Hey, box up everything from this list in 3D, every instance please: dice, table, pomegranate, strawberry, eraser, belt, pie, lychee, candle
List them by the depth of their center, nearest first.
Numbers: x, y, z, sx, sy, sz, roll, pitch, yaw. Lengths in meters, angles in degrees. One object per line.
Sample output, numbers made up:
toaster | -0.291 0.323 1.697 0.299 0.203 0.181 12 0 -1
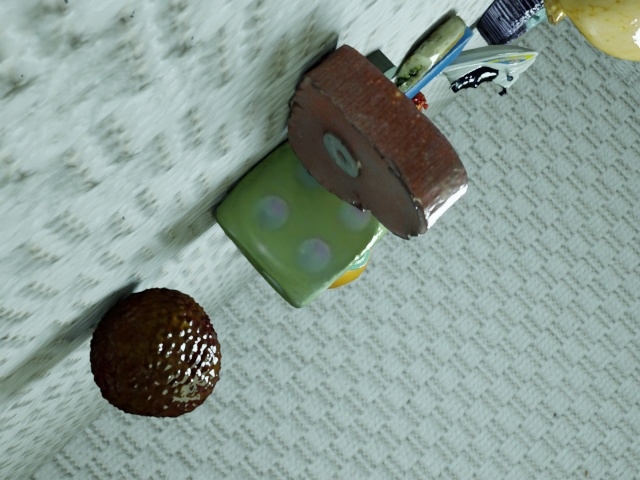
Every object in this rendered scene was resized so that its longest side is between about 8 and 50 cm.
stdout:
candle | 0.066 -0.164 0.996 0.131 0.287 0.317 -45 -139 -14
table | 0.075 -0.278 1.188 0.133 0.043 0.133 -42 177 -2
lychee | -0.307 0.212 1.251 0.260 0.260 0.260 -42 178 -2
pomegranate | 0.611 -0.538 1.270 0.411 0.411 0.411 -42 178 -2
dice | -0.035 -0.033 1.277 0.252 0.249 0.254 -41 178 -11
pie | 0.246 -0.416 1.457 0.185 0.052 0.218 -47 -179 -16
eraser | 0.247 -0.411 1.662 0.312 0.042 0.144 -42 177 -9
belt | 0.558 -0.637 1.805 0.260 0.122 0.325 -38 177 -2
strawberry | 0.225 -0.353 1.807 0.145 0.086 0.145 -44 179 -1

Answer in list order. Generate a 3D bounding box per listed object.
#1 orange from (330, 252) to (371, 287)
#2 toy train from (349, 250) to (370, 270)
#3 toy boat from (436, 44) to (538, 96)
orange | 0.000 0.000 1.960 0.312 0.312 0.312 -42 178 -2
toy train | 0.072 -0.097 1.644 0.442 0.272 0.179 -40 -172 -27
toy boat | 0.450 -0.463 1.804 0.141 0.270 0.140 4 90 -83
